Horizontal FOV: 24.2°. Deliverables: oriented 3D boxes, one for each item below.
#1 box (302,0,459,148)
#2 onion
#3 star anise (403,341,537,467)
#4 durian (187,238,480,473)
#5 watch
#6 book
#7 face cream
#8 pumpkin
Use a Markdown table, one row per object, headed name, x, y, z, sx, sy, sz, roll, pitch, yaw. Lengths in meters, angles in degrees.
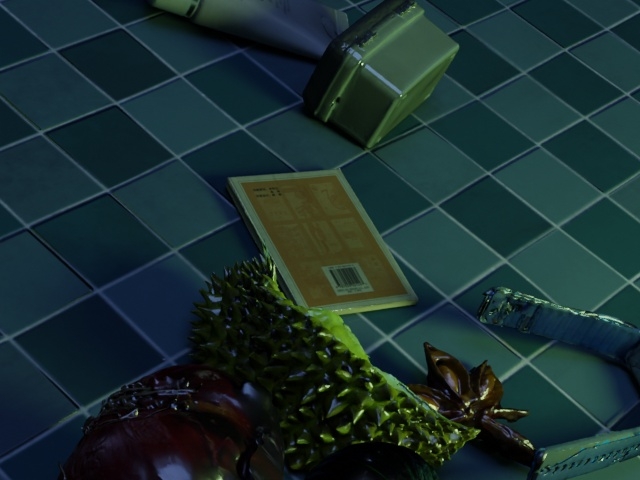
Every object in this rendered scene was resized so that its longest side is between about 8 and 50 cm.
| name | x | y | z | sx | sy | sz | roll | pitch | yaw |
| --- | --- | --- | --- | --- | --- | --- | --- | --- | --- |
| box | 0.086 | -0.238 | 2.084 | 0.129 | 0.148 | 0.210 | 39 | 45 | 8 |
| onion | -0.133 | 0.237 | 1.427 | 0.281 | 0.221 | 0.281 | 37 | 31 | -27 |
| star anise | 0.166 | 0.180 | 1.725 | 0.212 | 0.053 | 0.157 | 12 | 45 | -4 |
| durian | -0.012 | 0.147 | 1.653 | 0.355 | 0.157 | 0.169 | 41 | 21 | 22 |
| watch | 0.332 | 0.187 | 1.742 | 0.275 | 0.068 | 0.276 | 17 | 38 | -23 |
| book | 0.000 | 0.001 | 1.882 | 0.170 | 0.018 | 0.241 | -6 | 48 | -29 |
| face cream | -0.093 | -0.336 | 2.167 | 0.314 | 0.089 | 0.143 | 14 | 40 | -20 |
| pumpkin | 0.052 | 0.290 | 1.469 | 0.150 | 0.194 | 0.194 | 3 | 37 | 17 |
